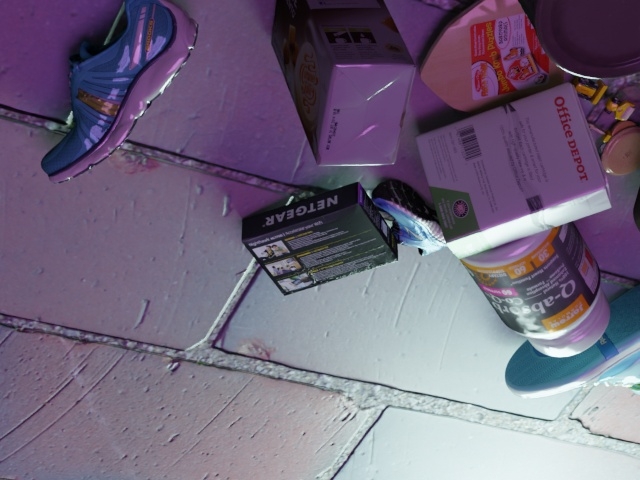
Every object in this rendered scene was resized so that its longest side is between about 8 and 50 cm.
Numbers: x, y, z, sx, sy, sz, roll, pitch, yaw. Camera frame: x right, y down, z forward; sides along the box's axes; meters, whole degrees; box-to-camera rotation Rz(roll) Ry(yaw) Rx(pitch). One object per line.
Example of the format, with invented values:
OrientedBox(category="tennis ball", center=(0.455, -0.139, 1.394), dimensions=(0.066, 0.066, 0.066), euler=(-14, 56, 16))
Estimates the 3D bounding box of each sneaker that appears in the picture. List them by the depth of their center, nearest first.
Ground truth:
OrientedBox(category="sneaker", center=(-0.258, -0.186, 1.686), dimensions=(0.110, 0.107, 0.275), euler=(34, 112, -16))
OrientedBox(category="sneaker", center=(0.121, -0.021, 1.953), dimensions=(0.073, 0.063, 0.162), euler=(-36, 131, 21))
OrientedBox(category="sneaker", center=(0.463, 0.206, 2.218), dimensions=(0.319, 0.127, 0.208), euler=(-25, 132, 8))

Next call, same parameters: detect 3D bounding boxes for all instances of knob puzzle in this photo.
OrientedBox(category="knob puzzle", center=(0.218, -0.241, 1.804), dimensions=(0.213, 0.030, 0.213), euler=(-9, 134, -9))

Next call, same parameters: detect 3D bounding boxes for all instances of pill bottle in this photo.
OrientedBox(category="pill bottle", center=(0.304, 0.039, 1.993), dimensions=(0.162, 0.162, 0.278), euler=(-30, 132, 11))

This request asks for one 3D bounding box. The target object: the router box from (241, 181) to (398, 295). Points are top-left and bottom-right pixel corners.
OrientedBox(category="router box", center=(0.000, 0.000, 1.920), dimensions=(0.179, 0.046, 0.133), euler=(-17, 136, 19))

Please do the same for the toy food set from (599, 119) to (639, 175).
OrientedBox(category="toy food set", center=(0.427, -0.127, 1.971), dimensions=(0.083, 0.020, 0.082), euler=(19, 114, -36))

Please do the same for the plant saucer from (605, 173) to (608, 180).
OrientedBox(category="plant saucer", center=(0.369, -0.078, 2.006), dimensions=(0.083, 0.015, 0.083), euler=(-8, 133, -9))

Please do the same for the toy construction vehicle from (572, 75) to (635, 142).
OrientedBox(category="toy construction vehicle", center=(0.369, -0.179, 1.906), dimensions=(0.098, 0.035, 0.086), euler=(16, 123, -19))

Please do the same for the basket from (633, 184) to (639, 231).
OrientedBox(category="basket", center=(0.520, -0.100, 1.932), dimensions=(0.154, 0.204, 0.227), euler=(6, 142, -1))

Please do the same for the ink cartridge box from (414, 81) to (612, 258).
OrientedBox(category="ink cartridge box", center=(0.253, -0.089, 1.833), dimensions=(0.219, 0.160, 0.092), euler=(-18, 158, 11))

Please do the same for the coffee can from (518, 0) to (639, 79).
OrientedBox(category="coffee can", center=(0.294, -0.340, 1.566), dimensions=(0.202, 0.275, 0.201), euler=(-8, 133, -9))

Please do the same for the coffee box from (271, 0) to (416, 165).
OrientedBox(category="coffee box", center=(0.021, -0.215, 1.618), dimensions=(0.098, 0.246, 0.141), euler=(-2, 132, -16))
